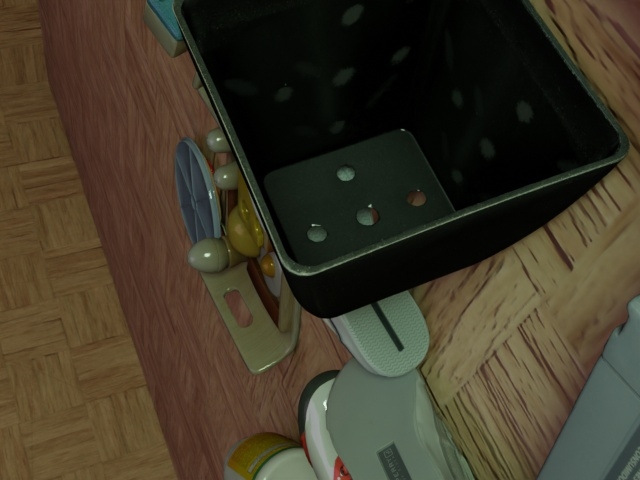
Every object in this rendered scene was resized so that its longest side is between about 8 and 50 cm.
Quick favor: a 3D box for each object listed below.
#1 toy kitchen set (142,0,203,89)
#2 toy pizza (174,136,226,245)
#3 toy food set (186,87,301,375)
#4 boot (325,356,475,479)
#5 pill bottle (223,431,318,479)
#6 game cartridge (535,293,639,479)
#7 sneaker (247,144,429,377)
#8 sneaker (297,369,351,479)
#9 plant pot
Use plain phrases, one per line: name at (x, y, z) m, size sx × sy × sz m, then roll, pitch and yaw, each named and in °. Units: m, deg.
toy kitchen set at (-0.047, -0.191, 0.694) m, size 0.207 × 0.122 × 0.166 m, roll 53°, pitch 156°, yaw 1°
toy pizza at (-0.181, -0.061, 1.159) m, size 0.201 × 0.032 × 0.201 m, roll 45°, pitch 141°, yaw 52°
toy food set at (-0.107, -0.011, 0.930) m, size 0.306 × 0.093 × 0.219 m, roll 96°, pitch 151°, yaw -42°
boot at (0.081, 0.203, 0.617) m, size 0.123 × 0.095 × 0.258 m, roll 56°, pitch -170°, yaw -28°
pill bottle at (-0.061, 0.318, 0.991) m, size 0.208 × 0.118 × 0.117 m, roll -15°, pitch 89°, yaw 68°
game cartridge at (0.194, 0.175, 0.380) m, size 0.198 × 0.062 × 0.297 m, roll 51°, pitch 148°, yaw 38°
sneaker at (0.000, 0.000, 0.625) m, size 0.091 × 0.094 × 0.258 m, roll 16°, pitch 133°, yaw 65°
sneaker at (0.066, 0.255, 0.689) m, size 0.145 × 0.090 × 0.269 m, roll 7°, pitch 114°, yaw 66°
plant pot at (0.036, -0.054, 0.468) m, size 0.167 × 0.188 × 0.187 m, roll 91°, pitch 156°, yaw -64°
